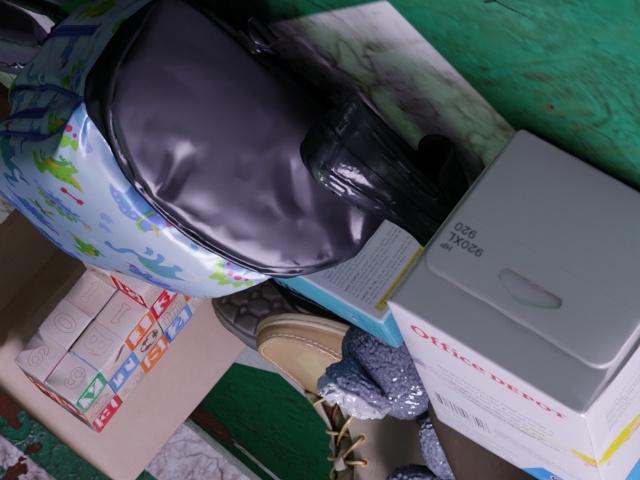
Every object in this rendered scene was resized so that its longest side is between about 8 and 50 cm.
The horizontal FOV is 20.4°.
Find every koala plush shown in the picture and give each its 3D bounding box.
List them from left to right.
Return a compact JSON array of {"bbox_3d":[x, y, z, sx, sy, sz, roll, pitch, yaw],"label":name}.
[{"bbox_3d":[0.112,0.140,1.732,0.221,0.196,0.203,41,154,-11],"label":"koala plush"}]

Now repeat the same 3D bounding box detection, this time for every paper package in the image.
[{"bbox_3d":[-0.268,0.090,2.200,0.168,0.309,0.325,30,164,42],"label":"paper package"}]

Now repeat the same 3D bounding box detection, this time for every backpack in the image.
[{"bbox_3d":[-0.147,-0.087,1.557,0.290,0.273,0.355,40,-179,-31],"label":"backpack"}]

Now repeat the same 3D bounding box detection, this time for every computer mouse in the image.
[{"bbox_3d":[-0.335,-0.220,1.897,0.262,0.060,0.184,31,165,23],"label":"computer mouse"}]

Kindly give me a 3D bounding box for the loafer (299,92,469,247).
[{"bbox_3d":[0.084,-0.043,1.408,0.223,0.078,0.076,28,-160,-33],"label":"loafer"}]

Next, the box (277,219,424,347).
[{"bbox_3d":[0.000,0.000,1.697,0.244,0.100,0.060,29,164,30],"label":"box"}]

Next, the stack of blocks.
[{"bbox_3d":[-0.197,0.049,1.926,0.087,0.297,0.171,34,166,17],"label":"stack of blocks"}]

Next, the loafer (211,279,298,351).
[{"bbox_3d":[0.001,0.121,2.056,0.319,0.112,0.111,24,152,41],"label":"loafer"}]

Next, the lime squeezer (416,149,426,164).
[{"bbox_3d":[0.027,-0.056,1.594,0.310,0.059,0.110,16,122,56],"label":"lime squeezer"}]

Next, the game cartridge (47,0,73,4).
[{"bbox_3d":[-0.353,-0.334,1.601,0.198,0.062,0.297,18,156,43],"label":"game cartridge"}]

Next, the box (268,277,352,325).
[{"bbox_3d":[0.019,0.045,1.894,0.220,0.051,0.175,24,161,42],"label":"box"}]

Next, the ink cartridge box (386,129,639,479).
[{"bbox_3d":[0.182,0.067,1.328,0.171,0.168,0.233,30,164,24],"label":"ink cartridge box"}]

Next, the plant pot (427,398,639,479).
[{"bbox_3d":[0.219,0.184,1.543,0.229,0.263,0.263,52,174,29],"label":"plant pot"}]

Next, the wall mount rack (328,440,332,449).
[{"bbox_3d":[0.166,0.324,1.974,0.350,0.130,0.304,13,-178,2],"label":"wall mount rack"}]

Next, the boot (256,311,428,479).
[{"bbox_3d":[0.025,0.209,1.842,0.262,0.203,0.095,34,142,-21],"label":"boot"}]
